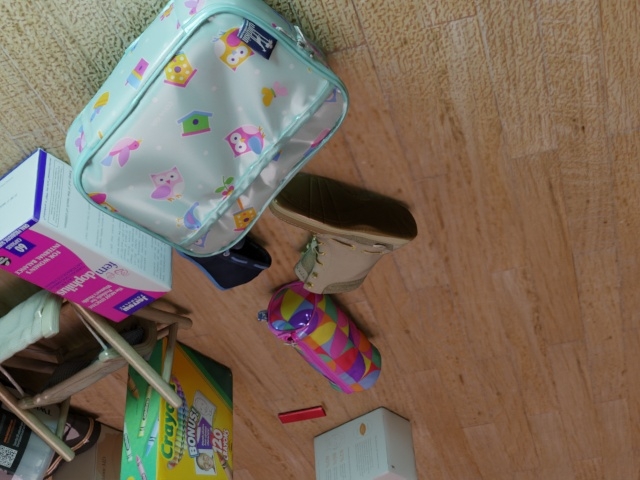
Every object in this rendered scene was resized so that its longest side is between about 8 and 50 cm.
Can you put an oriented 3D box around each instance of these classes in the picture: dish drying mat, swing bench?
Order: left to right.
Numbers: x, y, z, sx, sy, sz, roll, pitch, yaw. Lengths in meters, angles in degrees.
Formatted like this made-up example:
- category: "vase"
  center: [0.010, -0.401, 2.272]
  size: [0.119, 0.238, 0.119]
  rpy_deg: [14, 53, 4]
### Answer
- category: "swing bench"
  center: [-0.367, 0.165, 1.418]
  size: [0.253, 0.165, 0.254]
  rpy_deg: [-27, 132, 28]
- category: "dish drying mat"
  center: [-0.033, 0.316, 1.776]
  size: [0.083, 0.008, 0.032]
  rpy_deg: [-12, 142, 11]

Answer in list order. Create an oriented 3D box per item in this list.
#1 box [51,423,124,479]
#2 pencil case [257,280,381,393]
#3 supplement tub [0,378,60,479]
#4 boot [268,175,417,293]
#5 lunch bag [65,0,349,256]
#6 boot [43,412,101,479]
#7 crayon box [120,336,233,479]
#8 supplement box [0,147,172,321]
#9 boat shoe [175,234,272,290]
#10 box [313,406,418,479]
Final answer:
- category: "box"
  center: [-0.343, 0.468, 1.832]
  size: [0.121, 0.148, 0.311]
  rpy_deg: [-29, 138, 27]
- category: "pencil case"
  center: [0.006, 0.152, 1.489]
  size: [0.104, 0.104, 0.236]
  rpy_deg: [-21, 141, 21]
- category: "supplement tub"
  center: [-0.578, 0.283, 1.503]
  size: [0.316, 0.194, 0.193]
  rpy_deg: [28, 133, -26]
- category: "boot"
  center: [0.000, 0.000, 1.305]
  size: [0.213, 0.077, 0.165]
  rpy_deg: [14, 141, -27]
- category: "lunch bag"
  center: [-0.112, -0.124, 1.041]
  size: [0.224, 0.108, 0.279]
  rpy_deg: [33, 109, -34]
- category: "boot"
  center: [-0.502, 0.345, 1.721]
  size: [0.198, 0.077, 0.137]
  rpy_deg: [-37, 129, 18]
- category: "crayon box"
  center: [-0.219, 0.307, 1.519]
  size: [0.081, 0.278, 0.165]
  rpy_deg: [-26, 138, 28]
- category: "supplement box"
  center: [-0.303, -0.001, 1.242]
  size: [0.111, 0.114, 0.220]
  rpy_deg: [-31, 138, 29]
- category: "boat shoe"
  center: [-0.136, -0.022, 1.261]
  size: [0.089, 0.109, 0.258]
  rpy_deg: [-20, 157, 9]
- category: "box"
  center: [0.082, 0.406, 1.806]
  size: [0.170, 0.130, 0.091]
  rpy_deg: [-30, 136, 30]
